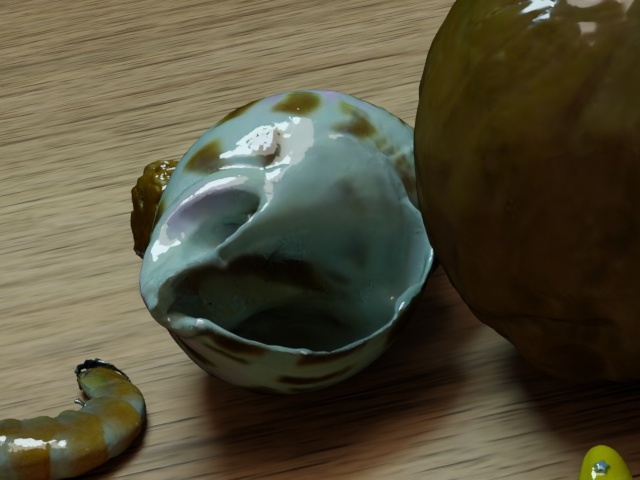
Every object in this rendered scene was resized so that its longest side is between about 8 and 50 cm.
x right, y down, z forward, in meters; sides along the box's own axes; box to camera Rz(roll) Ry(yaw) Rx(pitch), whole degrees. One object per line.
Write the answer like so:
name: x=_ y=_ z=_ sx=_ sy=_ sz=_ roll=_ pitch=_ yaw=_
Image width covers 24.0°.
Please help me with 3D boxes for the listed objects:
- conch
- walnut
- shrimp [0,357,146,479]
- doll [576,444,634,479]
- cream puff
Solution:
conch: x=-0.001 y=0.000 z=1.196 sx=0.368 sy=0.197 sz=0.249 roll=-32 pitch=59 yaw=-29
walnut: x=0.242 y=-0.065 z=1.054 sx=0.354 sy=0.398 sz=0.308 roll=-7 pitch=63 yaw=3
shrimp: x=-0.216 y=0.135 z=1.169 sx=0.161 sy=0.049 sz=0.166 roll=-7 pitch=24 yaw=2
doll: x=0.211 y=0.179 z=0.911 sx=0.113 sy=0.071 sz=0.135 roll=-3 pitch=26 yaw=-29
cream puff: x=-0.119 y=-0.018 z=1.368 sx=0.094 sy=0.122 sz=0.116 roll=3 pitch=-26 yaw=-25
